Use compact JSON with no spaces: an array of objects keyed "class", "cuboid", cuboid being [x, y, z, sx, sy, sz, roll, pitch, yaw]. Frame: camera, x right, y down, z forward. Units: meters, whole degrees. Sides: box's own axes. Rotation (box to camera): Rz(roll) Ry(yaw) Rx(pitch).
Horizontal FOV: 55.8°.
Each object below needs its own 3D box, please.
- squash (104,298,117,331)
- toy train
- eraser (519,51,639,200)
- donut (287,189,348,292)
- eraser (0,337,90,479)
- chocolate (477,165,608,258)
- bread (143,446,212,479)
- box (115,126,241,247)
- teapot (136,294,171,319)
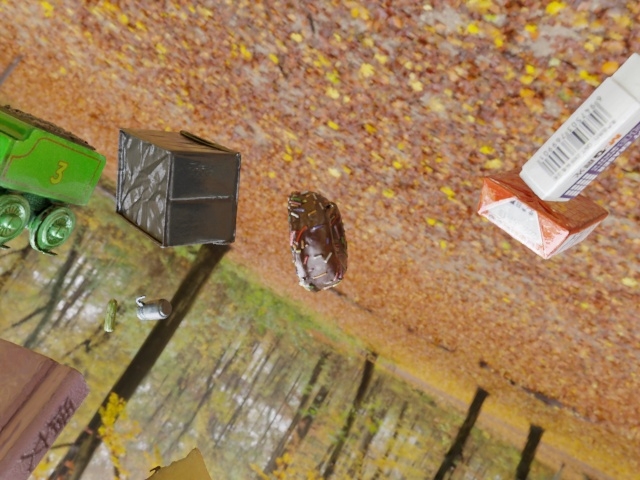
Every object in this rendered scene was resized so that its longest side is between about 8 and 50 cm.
[{"class":"squash","cuboid":[-0.533,0.188,1.540,0.027,0.083,0.027,10,-169,-2]},{"class":"toy train","cuboid":[-0.438,-0.090,0.882,0.132,0.188,0.243,25,-179,14]},{"class":"eraser","cuboid":[0.499,-0.192,1.085,0.124,0.279,0.081,-1,-131,-45]},{"class":"donut","cuboid":[0.000,0.001,1.283,0.096,0.216,0.230,-9,156,10]},{"class":"eraser","cuboid":[-0.661,0.370,1.142,0.272,0.359,0.122,18,139,15]},{"class":"chocolate","cuboid":[0.518,-0.073,1.430,0.237,0.108,0.235,-19,-131,-44]},{"class":"bread","cuboid":[-0.260,0.425,0.870,0.142,0.178,0.266,25,-154,22]},{"class":"box","cuboid":[-0.392,-0.152,1.628,0.204,0.251,0.345,-5,-160,-39]},{"class":"teapot","cuboid":[-0.412,0.167,1.480,0.083,0.049,0.063,-10,147,28]}]
